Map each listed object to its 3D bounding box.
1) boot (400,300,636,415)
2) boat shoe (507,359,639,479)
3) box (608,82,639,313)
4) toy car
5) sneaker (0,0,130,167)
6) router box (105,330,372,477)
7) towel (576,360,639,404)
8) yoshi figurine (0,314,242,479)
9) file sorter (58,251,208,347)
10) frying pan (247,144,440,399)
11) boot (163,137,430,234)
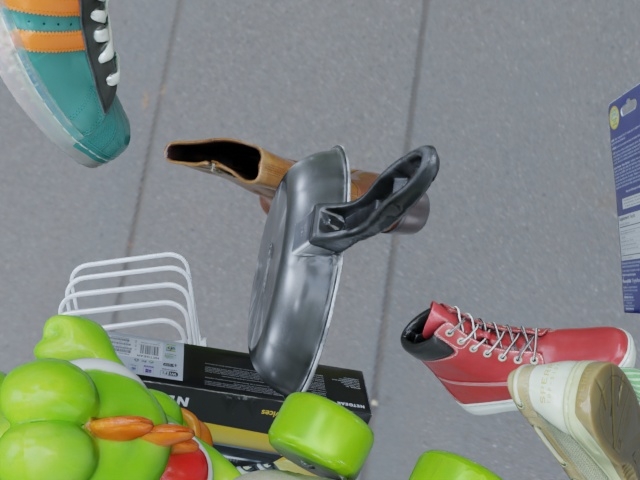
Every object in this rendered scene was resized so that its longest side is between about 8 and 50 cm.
[{"bbox_3d":[0.219,0.119,1.050,0.244,0.176,0.088,-20,38,37],"label":"boot"},{"bbox_3d":[0.146,0.111,0.479,0.048,0.153,0.056,2,57,39],"label":"boat shoe"},{"bbox_3d":[0.330,-0.040,0.910,0.036,0.136,0.225,-5,87,0],"label":"box"},{"bbox_3d":[0.019,0.197,0.482,0.149,0.188,0.155,19,66,25],"label":"toy car"},{"bbox_3d":[-0.192,-0.191,0.660,0.121,0.302,0.108,-22,36,0],"label":"sneaker"},{"bbox_3d":[-0.124,0.242,1.045,0.081,0.308,0.243,-101,25,-58],"label":"router box"},{"bbox_3d":[0.410,0.202,0.860,0.248,0.324,0.038,55,129,46],"label":"towel"},{"bbox_3d":[-0.200,0.165,0.690,0.203,0.362,0.203,-38,70,-12],"label":"yoshi figurine"},{"bbox_3d":[-0.260,0.142,1.245,0.192,0.278,0.173,-7,109,-5],"label":"file sorter"},{"bbox_3d":[-0.006,0.029,0.619,0.053,0.326,0.197,11,94,-10],"label":"frying pan"},{"bbox_3d":[-0.058,-0.058,1.030,0.264,0.280,0.096,19,96,45],"label":"boot"}]
